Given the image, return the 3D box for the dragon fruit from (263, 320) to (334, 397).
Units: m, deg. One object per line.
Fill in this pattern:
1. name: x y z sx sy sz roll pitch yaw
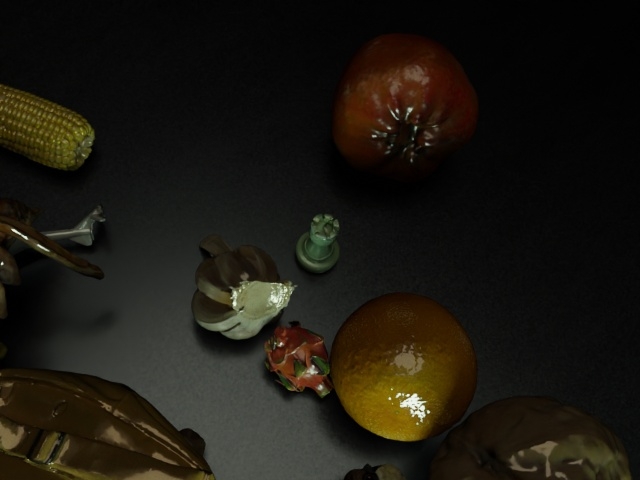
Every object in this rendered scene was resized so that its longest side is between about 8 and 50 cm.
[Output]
1. dragon fruit: -0.024 0.166 1.054 0.116 0.086 0.081 38 28 1

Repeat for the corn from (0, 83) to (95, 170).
1. corn: -0.456 -0.180 1.142 0.244 0.093 0.093 23 65 3

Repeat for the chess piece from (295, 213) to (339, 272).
1. chess piece: 0.000 0.000 1.118 0.067 0.103 0.067 3 65 -6

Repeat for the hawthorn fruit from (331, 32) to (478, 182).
1. hawthorn fruit: 0.127 -0.221 1.190 0.224 0.224 0.260 7 44 -5

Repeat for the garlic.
1. garlic: -0.130 0.057 1.080 0.131 0.127 0.194 -17 41 -34

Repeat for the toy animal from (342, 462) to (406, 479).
1. toy animal: 0.064 0.353 0.980 0.098 0.098 0.137 9 86 -4

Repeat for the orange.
1. orange: 0.108 0.162 1.012 0.206 0.206 0.206 3 65 -7

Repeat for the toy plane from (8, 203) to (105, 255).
1. toy plane: -0.445 0.005 1.077 0.273 0.107 0.182 -15 24 -33

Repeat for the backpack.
1. backpack: -0.297 0.315 0.880 0.378 0.201 0.353 41 68 8

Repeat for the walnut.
1. walnut: 0.254 0.321 0.934 0.227 0.273 0.273 -7 57 37

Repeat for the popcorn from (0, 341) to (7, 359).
1. popcorn: -0.505 0.139 0.937 0.186 0.167 0.187 27 67 28

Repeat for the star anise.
1. star anise: -0.436 0.003 0.882 0.350 0.109 0.292 35 40 -13
